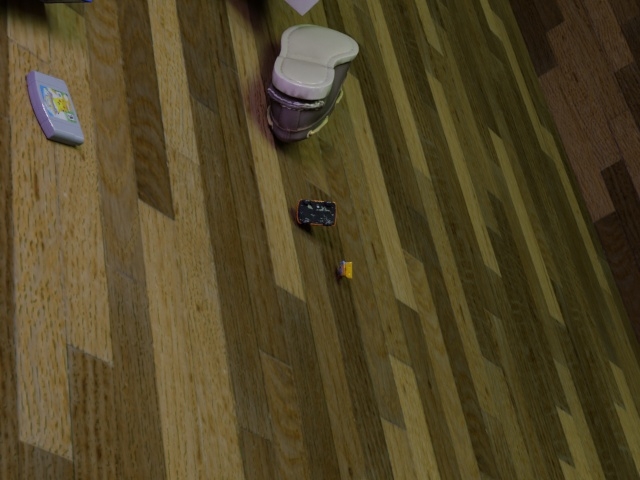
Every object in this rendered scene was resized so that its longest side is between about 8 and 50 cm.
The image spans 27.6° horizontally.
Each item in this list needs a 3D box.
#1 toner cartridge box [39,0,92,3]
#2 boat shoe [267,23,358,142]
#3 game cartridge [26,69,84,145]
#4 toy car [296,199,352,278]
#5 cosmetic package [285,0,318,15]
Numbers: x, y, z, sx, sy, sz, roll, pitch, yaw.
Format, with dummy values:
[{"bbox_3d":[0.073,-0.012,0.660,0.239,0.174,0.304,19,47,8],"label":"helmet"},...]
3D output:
[{"bbox_3d":[-0.311,-0.449,1.425,0.165,0.075,0.347,11,84,-63],"label":"toner cartridge box"},{"bbox_3d":[-0.016,-0.241,1.943,0.117,0.096,0.324,15,26,2],"label":"boat shoe"},{"bbox_3d":[-0.286,-0.143,1.395,0.056,0.017,0.083,9,53,-56],"label":"game cartridge"},{"bbox_3d":[0.000,0.000,1.785,0.040,0.060,0.122,170,-94,-70],"label":"toy car"},{"bbox_3d":[-0.105,-0.533,1.934,0.365,0.155,0.197,37,29,-26],"label":"cosmetic package"}]
